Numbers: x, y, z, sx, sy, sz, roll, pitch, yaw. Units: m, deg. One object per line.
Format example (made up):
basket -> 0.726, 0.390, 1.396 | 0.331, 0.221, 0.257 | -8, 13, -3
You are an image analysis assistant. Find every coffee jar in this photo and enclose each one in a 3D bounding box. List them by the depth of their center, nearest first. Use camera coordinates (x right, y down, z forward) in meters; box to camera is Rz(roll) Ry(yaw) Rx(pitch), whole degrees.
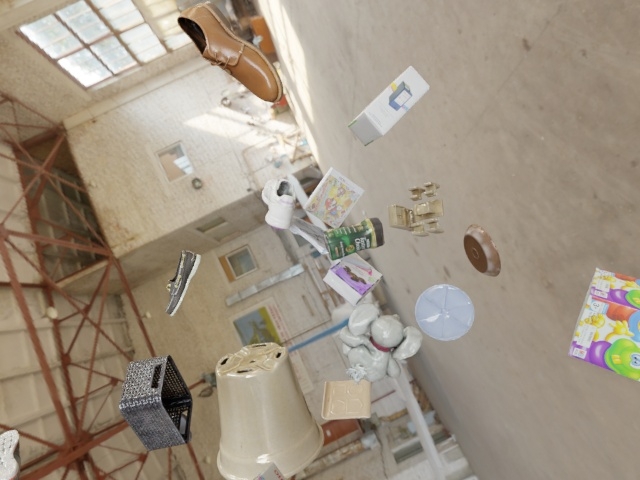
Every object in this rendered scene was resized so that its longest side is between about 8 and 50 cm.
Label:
coffee jar -> 0.107, -0.006, 1.380 | 0.079, 0.185, 0.096 | -112, 7, -54

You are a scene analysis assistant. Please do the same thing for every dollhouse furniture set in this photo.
dollhouse furniture set -> 0.453, -0.121, 1.996 | 0.161, 0.242, 0.212 | 8, -105, -45

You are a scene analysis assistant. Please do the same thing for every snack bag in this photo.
snack bag -> 0.000, 0.000, 1.670 | 0.343, 0.037, 0.323 | 38, -170, 38

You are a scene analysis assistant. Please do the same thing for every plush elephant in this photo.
plush elephant -> 0.212, 0.359, 1.589 | 0.272, 0.255, 0.330 | 37, -171, 11

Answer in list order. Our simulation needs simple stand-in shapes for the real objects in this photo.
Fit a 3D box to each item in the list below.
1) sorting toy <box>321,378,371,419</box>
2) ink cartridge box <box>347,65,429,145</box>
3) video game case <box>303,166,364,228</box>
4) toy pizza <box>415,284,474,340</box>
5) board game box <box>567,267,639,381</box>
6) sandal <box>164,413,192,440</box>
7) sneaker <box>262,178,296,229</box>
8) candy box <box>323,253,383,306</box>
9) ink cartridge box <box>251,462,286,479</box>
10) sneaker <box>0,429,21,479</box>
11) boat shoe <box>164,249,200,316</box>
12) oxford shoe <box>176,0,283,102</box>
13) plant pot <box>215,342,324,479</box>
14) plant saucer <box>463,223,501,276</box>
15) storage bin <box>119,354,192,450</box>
sorting toy -> 0.116, 0.695, 1.931 | 0.193, 0.209, 0.038 | -80, -18, -55
ink cartridge box -> 0.202, -0.398, 1.328 | 0.093, 0.212, 0.154 | 48, 169, -9
video game case -> 0.063, -0.190, 2.037 | 0.206, 0.227, 0.026 | 31, -171, -29
toy pizza -> 0.438, 0.254, 1.567 | 0.201, 0.201, 0.032 | 64, -177, 27
board game box -> 0.628, 0.174, 0.803 | 0.275, 0.144, 0.142 | 18, 119, 29
sandal -> -0.538, 0.698, 1.671 | 0.254, 0.097, 0.054 | 104, 164, -49
sneaker -> -0.130, -0.161, 1.551 | 0.305, 0.114, 0.152 | -110, 36, -57
candy box -> 0.134, 0.150, 1.782 | 0.165, 0.070, 0.196 | 39, -143, 14
ink cartridge box -> -0.125, 0.534, 0.825 | 0.128, 0.127, 0.176 | 48, -170, 16
sneaker -> -0.793, 0.557, 1.124 | 0.158, 0.061, 0.064 | 44, 140, 49
boat shoe -> -0.485, 0.144, 1.513 | 0.069, 0.227, 0.081 | 25, 175, -22
oxford shoe -> -0.153, -0.303, 0.743 | 0.212, 0.076, 0.076 | 43, 139, 0
plant pot -> -0.178, 0.494, 1.348 | 0.334, 0.334, 0.305 | -122, 22, -79
plant saucer -> 0.553, 0.040, 1.545 | 0.198, 0.036, 0.198 | 159, 90, -84
storage bin -> -0.342, 0.344, 0.939 | 0.122, 0.085, 0.180 | -103, 4, -52
